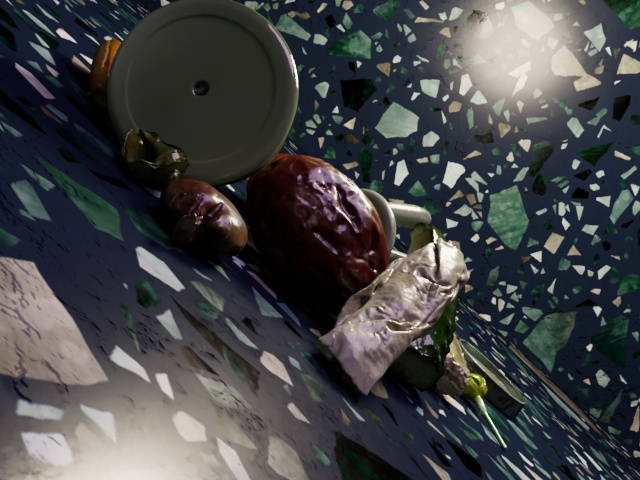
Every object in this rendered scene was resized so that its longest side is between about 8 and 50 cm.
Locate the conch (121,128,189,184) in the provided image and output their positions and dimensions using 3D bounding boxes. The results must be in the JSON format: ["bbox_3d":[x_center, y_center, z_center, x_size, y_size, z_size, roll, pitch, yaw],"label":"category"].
[{"bbox_3d":[-0.238,-0.118,1.145,0.121,0.074,0.089,51,23,21],"label":"conch"}]

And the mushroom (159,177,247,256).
[{"bbox_3d":[-0.157,-0.031,1.076,0.135,0.080,0.170,32,6,-3],"label":"mushroom"}]

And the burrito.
[{"bbox_3d":[0.121,0.096,1.222,0.117,0.076,0.392,47,41,5],"label":"burrito"}]

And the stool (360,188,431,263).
[{"bbox_3d":[0.109,0.018,1.600,0.198,0.195,0.195,25,49,-49],"label":"stool"}]

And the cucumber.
[{"bbox_3d":[0.195,0.100,1.419,0.145,0.105,0.325,41,43,-25],"label":"cucumber"}]

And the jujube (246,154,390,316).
[{"bbox_3d":[0.000,0.000,1.296,0.290,0.197,0.197,53,5,-18],"label":"jujube"}]

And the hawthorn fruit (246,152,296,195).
[{"bbox_3d":[-0.077,-0.095,1.568,0.157,0.157,0.194,37,-8,-33],"label":"hawthorn fruit"}]

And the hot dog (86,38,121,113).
[{"bbox_3d":[-0.358,-0.275,1.386,0.250,0.068,0.100,-110,174,-62],"label":"hot dog"}]

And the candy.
[{"bbox_3d":[0.325,0.337,1.601,0.194,0.062,0.058,-112,-160,-51],"label":"candy"}]

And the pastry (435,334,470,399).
[{"bbox_3d":[0.231,0.225,1.583,0.121,0.089,0.258,55,11,-2],"label":"pastry"}]

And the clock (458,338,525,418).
[{"bbox_3d":[0.401,0.330,1.951,0.226,0.049,0.226,42,9,-9],"label":"clock"}]

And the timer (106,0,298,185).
[{"bbox_3d":[-0.168,-0.210,1.350,0.291,0.291,0.315,44,-1,7],"label":"timer"}]
